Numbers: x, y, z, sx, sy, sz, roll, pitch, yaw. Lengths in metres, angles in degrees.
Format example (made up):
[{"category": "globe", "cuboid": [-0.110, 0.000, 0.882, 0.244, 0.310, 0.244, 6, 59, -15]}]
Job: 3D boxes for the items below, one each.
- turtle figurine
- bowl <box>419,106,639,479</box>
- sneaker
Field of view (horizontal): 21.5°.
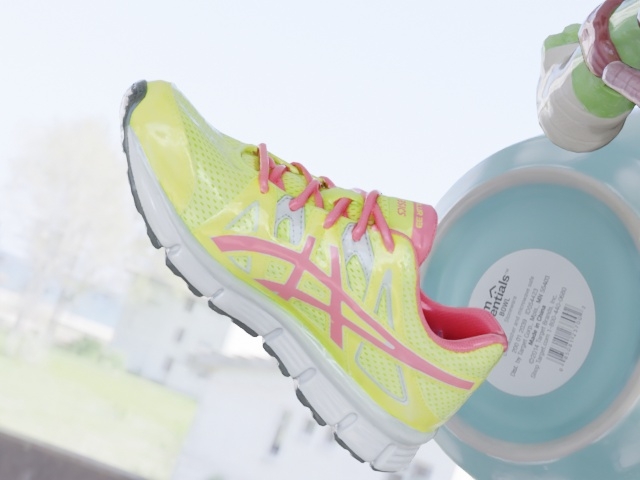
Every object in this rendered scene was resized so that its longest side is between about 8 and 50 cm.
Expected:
[{"category": "turtle figurine", "cuboid": [0.183, -0.144, 0.718, 0.197, 0.275, 0.266, -23, -15, -11]}, {"category": "bowl", "cuboid": [0.172, 0.052, 1.065, 0.311, 0.312, 0.163, 17, 3, 37]}, {"category": "sneaker", "cuboid": [0.000, 0.000, 0.716, 0.208, 0.094, 0.081, 47, 17, -22]}]
